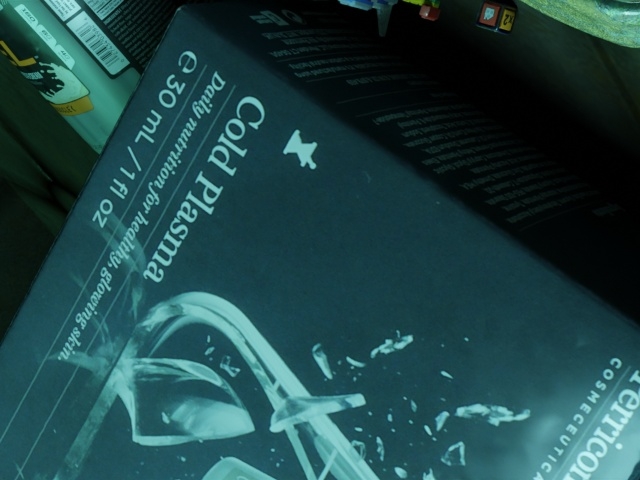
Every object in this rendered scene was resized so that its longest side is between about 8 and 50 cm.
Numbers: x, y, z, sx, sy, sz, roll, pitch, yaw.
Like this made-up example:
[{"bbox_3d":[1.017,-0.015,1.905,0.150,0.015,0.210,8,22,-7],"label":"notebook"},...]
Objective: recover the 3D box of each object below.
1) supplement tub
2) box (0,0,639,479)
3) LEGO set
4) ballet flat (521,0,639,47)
[{"bbox_3d":[-0.219,-0.239,1.730,0.316,0.193,0.193,49,163,-24],"label":"supplement tub"},{"bbox_3d":[0.021,0.132,1.540,0.471,0.480,0.297,35,-161,15],"label":"box"},{"bbox_3d":[0.014,-0.184,1.416,0.244,0.060,0.182,12,-171,-24],"label":"LEGO set"},{"bbox_3d":[0.098,-0.218,1.213,0.348,0.123,0.123,33,162,27],"label":"ballet flat"}]
